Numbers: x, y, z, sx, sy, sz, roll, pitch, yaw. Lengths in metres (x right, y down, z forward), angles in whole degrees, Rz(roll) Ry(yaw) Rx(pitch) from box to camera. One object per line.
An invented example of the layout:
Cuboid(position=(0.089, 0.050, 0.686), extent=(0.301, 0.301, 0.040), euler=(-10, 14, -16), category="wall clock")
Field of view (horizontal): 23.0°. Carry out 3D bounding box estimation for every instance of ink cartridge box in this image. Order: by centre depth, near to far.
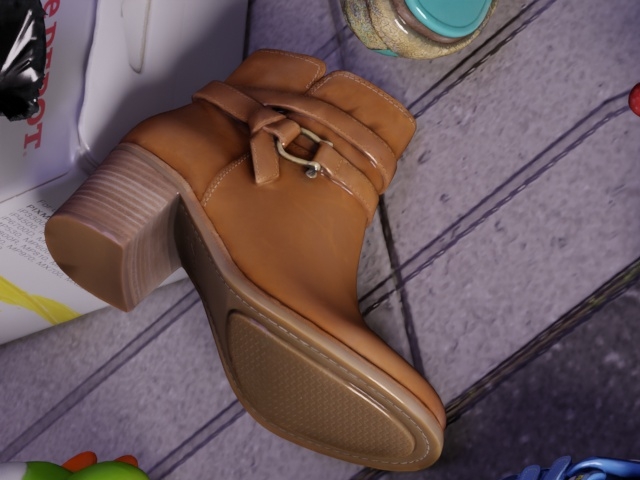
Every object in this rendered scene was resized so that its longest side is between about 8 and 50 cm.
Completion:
Cuboid(position=(-0.251, -0.076, 1.204), extent=(0.384, 0.160, 0.279), euler=(-20, 53, 33), category="ink cartridge box")

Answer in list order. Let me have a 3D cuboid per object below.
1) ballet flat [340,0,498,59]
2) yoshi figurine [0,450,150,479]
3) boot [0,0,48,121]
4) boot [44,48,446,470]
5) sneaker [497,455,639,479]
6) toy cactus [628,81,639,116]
Cuboid(position=(0.106, -0.276, 1.053), extent=(0.123, 0.123, 0.349), euler=(11, 72, 46), category="ballet flat")
Cuboid(position=(-0.255, 0.245, 0.995), extent=(0.362, 0.203, 0.203), euler=(-23, 67, 27), category="yoshi figurine")
Cuboid(position=(-0.238, -0.173, 1.060), extent=(0.207, 0.094, 0.246), euler=(18, 83, 50), category="boot")
Cuboid(position=(0.000, 0.000, 0.976), extent=(0.283, 0.109, 0.220), euler=(28, 50, 22), category="boot")
Cuboid(position=(0.127, 0.135, 0.799), extent=(0.144, 0.059, 0.053), euler=(-12, 59, 38), category="sneaker")
Cuboid(position=(0.226, -0.035, 0.795), extent=(0.219, 0.112, 0.180), euler=(33, 101, 46), category="toy cactus")
